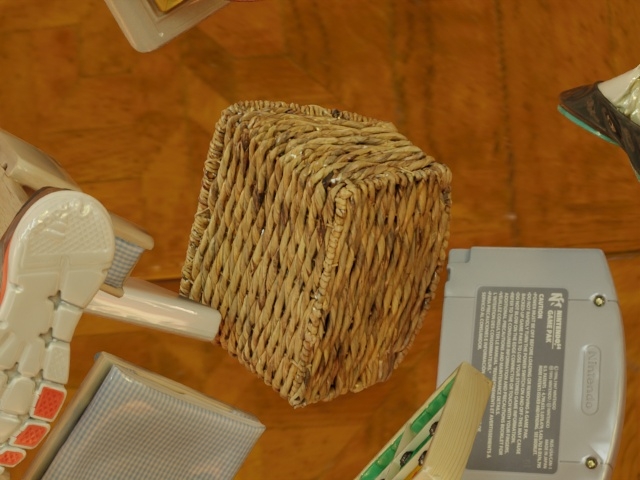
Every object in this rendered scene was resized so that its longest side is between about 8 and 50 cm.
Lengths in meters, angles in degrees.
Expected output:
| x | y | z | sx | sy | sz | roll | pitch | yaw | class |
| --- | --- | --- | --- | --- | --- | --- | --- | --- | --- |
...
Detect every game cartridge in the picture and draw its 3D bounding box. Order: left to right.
| x | y | z | sx | sy | sz | roll | pitch | yaw | class |
| --- | --- | --- | --- | --- | --- | --- | --- | --- | --- |
| 0.221 | 0.152 | 1.792 | 0.198 | 0.062 | 0.297 | 3 | 70 | 11 | game cartridge |

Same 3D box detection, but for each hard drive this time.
| x | y | z | sx | sy | sz | roll | pitch | yaw | class |
| --- | --- | --- | --- | --- | --- | --- | --- | --- | --- |
| -0.289 | 0.046 | 1.885 | 0.203 | 0.307 | 0.040 | 17 | 91 | 54 | hard drive |

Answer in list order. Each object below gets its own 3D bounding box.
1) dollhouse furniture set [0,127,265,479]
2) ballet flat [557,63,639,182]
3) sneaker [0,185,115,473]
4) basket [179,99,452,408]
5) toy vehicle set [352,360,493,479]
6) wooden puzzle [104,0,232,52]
| x | y | z | sx | sy | sz | roll | pitch | yaw | class |
| --- | --- | --- | --- | --- | --- | --- | --- | --- | --- |
| -0.128 | 0.144 | 1.039 | 0.303 | 0.198 | 0.286 | 29 | 102 | -31 | dollhouse furniture set |
| 0.333 | -0.112 | 1.709 | 0.095 | 0.280 | 0.096 | 20 | 109 | -29 | ballet flat |
| -0.147 | 0.045 | 0.809 | 0.061 | 0.065 | 0.158 | 29 | 94 | -26 | sneaker |
| 0.000 | 0.000 | 1.936 | 0.223 | 0.213 | 0.299 | 34 | 124 | 36 | basket |
| 0.053 | 0.244 | 1.547 | 0.035 | 0.166 | 0.267 | 36 | 124 | -4 | toy vehicle set |
| -0.150 | -0.352 | 1.862 | 0.239 | 0.044 | 0.221 | -32 | 111 | -8 | wooden puzzle |
